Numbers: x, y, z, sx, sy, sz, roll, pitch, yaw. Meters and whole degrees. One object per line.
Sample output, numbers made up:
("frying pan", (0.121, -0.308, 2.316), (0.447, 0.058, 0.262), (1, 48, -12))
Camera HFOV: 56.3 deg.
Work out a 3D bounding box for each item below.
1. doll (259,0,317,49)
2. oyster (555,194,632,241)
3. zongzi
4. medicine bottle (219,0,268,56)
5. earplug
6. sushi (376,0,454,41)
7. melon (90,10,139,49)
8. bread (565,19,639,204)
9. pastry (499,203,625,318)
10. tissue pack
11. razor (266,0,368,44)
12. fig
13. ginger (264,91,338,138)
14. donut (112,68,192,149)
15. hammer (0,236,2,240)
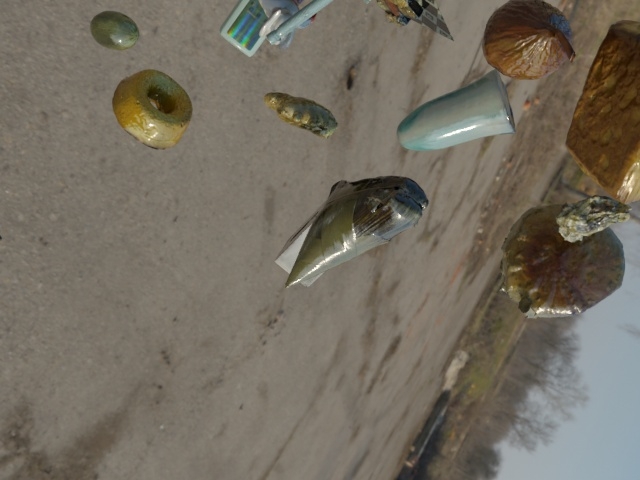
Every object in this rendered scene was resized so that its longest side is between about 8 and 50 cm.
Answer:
("doll", (-0.092, -0.638, 1.595), (0.099, 0.188, 0.384), (-48, -155, 42))
("oyster", (0.643, -0.060, 1.418), (0.165, 0.108, 0.053), (-30, -172, 23))
("zongzi", (0.069, -0.003, 1.345), (0.318, 0.154, 0.289), (-55, -162, -15))
("medicine bottle", (-0.189, -0.674, 1.775), (0.121, 0.083, 0.229), (32, 104, -28))
("earplug", (0.374, -0.343, 1.713), (0.185, 0.323, 0.185), (44, 37, -47))
("sushi", (0.241, -0.703, 1.780), (0.059, 0.292, 0.294), (-51, 145, 4))
("melon", (-0.528, -0.539, 1.537), (0.098, 0.130, 0.098), (11, 90, -72))
("bread", (0.480, -0.194, 0.907), (0.211, 0.099, 0.235), (-103, -160, -53))
("pastry", (0.627, 0.049, 1.576), (0.330, 0.329, 0.136), (-64, 165, 2))
("tissue pack", (0.000, 0.001, 1.831), (0.246, 0.136, 0.159), (-45, -171, 31))
("razor", (-0.015, -0.487, 1.255), (0.231, 0.106, 0.068), (-32, -178, 15))
("fig", (0.345, -0.329, 0.961), (0.201, 0.145, 0.134), (-74, 162, -77))
("ginger", (-0.041, -0.316, 1.493), (0.115, 0.205, 0.081), (180, -73, -71))
("donut", (-0.536, -0.441, 1.954), (0.108, 0.278, 0.277), (-33, 180, 35))
("hammer", (-0.945, 0.028, 1.537), (0.125, 0.027, 0.297), (-28, -177, 21))
